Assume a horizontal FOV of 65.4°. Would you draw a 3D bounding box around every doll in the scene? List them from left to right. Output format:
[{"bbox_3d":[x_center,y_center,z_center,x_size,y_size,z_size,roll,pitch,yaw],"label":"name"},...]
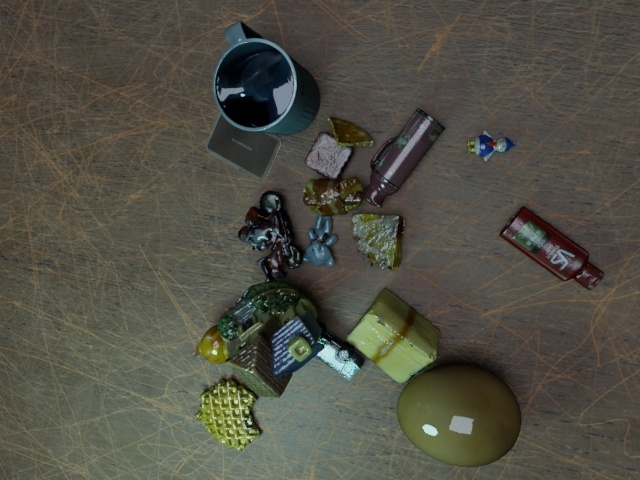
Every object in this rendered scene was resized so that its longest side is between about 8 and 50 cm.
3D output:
[{"bbox_3d":[-0.304,0.373,1.801,0.269,0.166,0.163,4,76,21],"label":"doll"},{"bbox_3d":[-0.002,0.001,1.713,0.119,0.075,0.180,10,99,18],"label":"doll"},{"bbox_3d":[0.529,-0.294,1.545,0.142,0.057,0.099,0,83,10],"label":"doll"}]

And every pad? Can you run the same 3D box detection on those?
[{"bbox_3d":[-0.279,-0.342,1.780,0.266,0.002,0.176,29,103,10],"label":"pad"}]

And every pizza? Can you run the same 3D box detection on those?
[{"bbox_3d":[0.089,-0.340,1.628,0.178,0.131,0.041,21,139,-2],"label":"pizza"}]

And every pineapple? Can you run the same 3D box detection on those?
[{"bbox_3d":[0.199,-0.014,1.641,0.186,0.114,0.237,-37,84,17],"label":"pineapple"}]

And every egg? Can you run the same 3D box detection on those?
[{"bbox_3d":[0.426,0.542,1.553,0.373,0.301,0.302,-10,95,18],"label":"egg"}]

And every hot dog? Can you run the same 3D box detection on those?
[{"bbox_3d":[0.041,-0.140,1.647,0.213,0.103,0.146,-3,129,27],"label":"hot dog"}]

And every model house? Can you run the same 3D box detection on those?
[{"bbox_3d":[-0.154,0.309,1.560,0.321,0.266,0.261,-38,114,2],"label":"model house"}]

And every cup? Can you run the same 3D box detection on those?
[{"bbox_3d":[-0.180,-0.483,1.575,0.331,0.311,0.257,37,104,8],"label":"cup"}]

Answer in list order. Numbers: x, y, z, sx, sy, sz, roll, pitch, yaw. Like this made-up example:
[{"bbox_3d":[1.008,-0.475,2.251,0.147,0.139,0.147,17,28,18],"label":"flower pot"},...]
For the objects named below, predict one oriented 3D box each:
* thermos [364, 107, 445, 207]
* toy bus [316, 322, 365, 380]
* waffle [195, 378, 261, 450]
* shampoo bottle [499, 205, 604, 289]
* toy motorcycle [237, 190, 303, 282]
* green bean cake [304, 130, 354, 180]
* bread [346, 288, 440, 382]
[{"bbox_3d":[0.242,-0.261,1.596,0.136,0.109,0.330,38,105,7],"label":"thermos"},{"bbox_3d":[0.030,0.377,1.751,0.261,0.091,0.109,35,111,10],"label":"toy bus"},{"bbox_3d":[-0.342,0.665,1.905,0.290,0.051,0.292,3,100,16],"label":"waffle"},{"bbox_3d":[0.710,0.030,1.527,0.314,0.076,0.118,38,102,7],"label":"shampoo bottle"},{"bbox_3d":[-0.168,0.040,1.734,0.207,0.134,0.402,-21,90,17],"label":"toy motorcycle"},{"bbox_3d":[0.031,-0.283,1.677,0.135,0.056,0.136,33,104,10],"label":"green bean cake"},{"bbox_3d":[0.228,0.346,1.646,0.263,0.198,0.236,38,112,9],"label":"bread"}]
